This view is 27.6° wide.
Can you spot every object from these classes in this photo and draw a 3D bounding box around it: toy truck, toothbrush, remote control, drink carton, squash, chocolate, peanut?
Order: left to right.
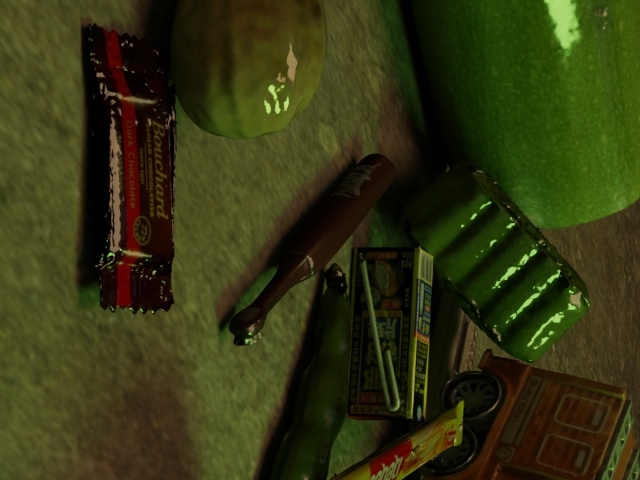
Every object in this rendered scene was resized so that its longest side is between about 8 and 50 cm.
[{"bbox_3d":[-0.121,-0.043,0.828,0.086,0.028,0.182,1,87,-62],"label":"chocolate"},{"bbox_3d":[-0.040,-0.192,0.928,0.125,0.111,0.274,55,39,-63],"label":"peanut"},{"bbox_3d":[0.000,-0.001,1.126,0.364,0.041,0.041,-51,136,-60],"label":"toothbrush"},{"bbox_3d":[0.066,0.091,1.256,0.056,0.071,0.165,29,62,-63],"label":"drink carton"},{"bbox_3d":[0.145,0.137,1.493,0.090,0.049,0.230,68,30,-42],"label":"remote control"},{"bbox_3d":[0.181,0.307,1.296,0.387,0.207,0.173,-57,143,-37],"label":"toy truck"},{"bbox_3d":[0.238,-0.231,1.450,0.263,0.263,0.384,-69,151,-44],"label":"squash"}]

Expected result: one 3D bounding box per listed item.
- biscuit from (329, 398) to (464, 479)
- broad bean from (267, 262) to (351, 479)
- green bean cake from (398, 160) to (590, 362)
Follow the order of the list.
[{"bbox_3d":[0.069,0.198,1.172,0.292,0.026,0.048,-16,120,-61],"label":"biscuit"},{"bbox_3d":[-0.005,0.148,1.108,0.060,0.043,0.297,55,37,-37],"label":"broad bean"},{"bbox_3d":[0.185,0.019,1.375,0.214,0.113,0.200,48,8,4],"label":"green bean cake"}]
